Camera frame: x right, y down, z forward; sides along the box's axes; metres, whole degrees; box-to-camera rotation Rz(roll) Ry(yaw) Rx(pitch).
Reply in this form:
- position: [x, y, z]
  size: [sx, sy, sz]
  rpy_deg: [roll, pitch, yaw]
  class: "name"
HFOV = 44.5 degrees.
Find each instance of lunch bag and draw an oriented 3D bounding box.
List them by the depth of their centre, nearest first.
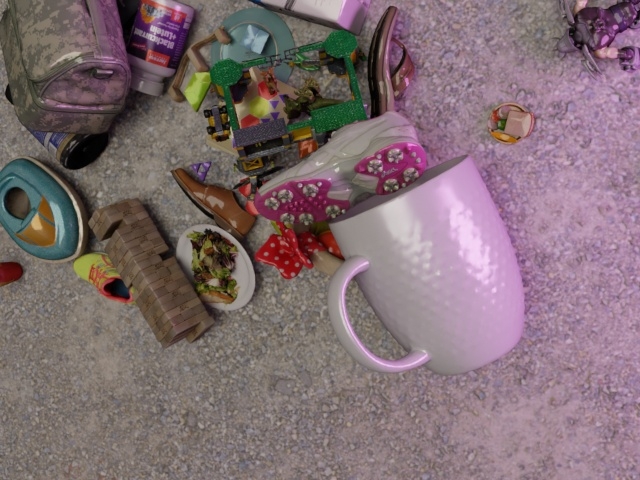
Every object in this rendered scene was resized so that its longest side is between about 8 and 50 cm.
- position: [-0.488, -0.396, 1.537]
  size: [0.256, 0.213, 0.305]
  rpy_deg: [-36, 64, 45]
  class: "lunch bag"

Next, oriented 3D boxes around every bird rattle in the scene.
- position: [0.000, 0.000, 1.470]
  size: [0.207, 0.253, 0.143]
  rpy_deg: [27, 106, -10]
  class: "bird rattle"

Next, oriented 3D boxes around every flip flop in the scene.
- position: [0.137, -0.293, 1.459]
  size: [0.080, 0.112, 0.277]
  rpy_deg: [-3, 93, -7]
  class: "flip flop"

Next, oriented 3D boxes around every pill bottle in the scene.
- position: [-0.337, -0.400, 1.600]
  size: [0.108, 0.108, 0.193]
  rpy_deg: [24, 104, 15]
  class: "pill bottle"
- position: [-0.573, -0.265, 1.690]
  size: [0.219, 0.123, 0.123]
  rpy_deg: [44, 108, 9]
  class: "pill bottle"

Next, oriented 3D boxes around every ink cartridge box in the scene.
- position: [-0.025, -0.459, 1.463]
  size: [0.203, 0.148, 0.086]
  rpy_deg: [21, 101, 16]
  class: "ink cartridge box"

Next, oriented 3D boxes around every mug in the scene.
- position: [0.172, 0.076, 1.353]
  size: [0.276, 0.374, 0.328]
  rpy_deg: [-19, 100, 58]
  class: "mug"

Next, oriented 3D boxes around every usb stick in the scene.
- position: [-0.340, -0.551, 1.617]
  size: [0.278, 0.045, 0.077]
  rpy_deg: [-41, 83, 19]
  class: "usb stick"

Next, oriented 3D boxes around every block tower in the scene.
- position: [-0.358, 0.067, 1.645]
  size: [0.335, 0.097, 0.091]
  rpy_deg: [55, 138, 8]
  class: "block tower"

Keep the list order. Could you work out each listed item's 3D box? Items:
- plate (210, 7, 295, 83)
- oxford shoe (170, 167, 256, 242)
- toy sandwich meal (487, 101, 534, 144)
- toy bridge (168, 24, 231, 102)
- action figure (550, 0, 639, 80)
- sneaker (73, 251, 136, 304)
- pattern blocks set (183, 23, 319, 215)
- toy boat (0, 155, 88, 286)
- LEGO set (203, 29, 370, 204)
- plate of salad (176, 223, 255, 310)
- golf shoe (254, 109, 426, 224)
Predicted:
- position: [-0.142, -0.376, 1.580]
  size: [0.188, 0.024, 0.188]
  rpy_deg: [2, 96, 18]
  class: "plate"
- position: [-0.222, -0.087, 1.628]
  size: [0.212, 0.076, 0.076]
  rpy_deg: [41, 82, 7]
  class: "oxford shoe"
- position: [0.346, -0.213, 1.426]
  size: [0.086, 0.029, 0.085]
  rpy_deg: [2, 97, 19]
  class: "toy sandwich meal"
- position: [-0.254, -0.371, 1.608]
  size: [0.188, 0.026, 0.063]
  rpy_deg: [-44, 60, 26]
  class: "toy bridge"
- position: [0.523, -0.384, 1.315]
  size: [0.285, 0.099, 0.185]
  rpy_deg: [-26, 95, 24]
  class: "action figure"
- position: [-0.462, 0.083, 1.707]
  size: [0.208, 0.094, 0.081]
  rpy_deg: [20, 104, 17]
  class: "sneaker"
- position: [-0.136, -0.245, 1.562]
  size: [0.285, 0.026, 0.325]
  rpy_deg: [35, 100, -2]
  class: "pattern blocks set"
- position: [-0.664, -0.012, 1.738]
  size: [0.267, 0.148, 0.318]
  rpy_deg: [42, 107, 10]
  class: "toy boat"
- position: [-0.045, -0.231, 1.482]
  size: [0.331, 0.192, 0.255]
  rpy_deg: [-21, 67, -4]
  class: "LEGO set"
- position: [-0.225, 0.061, 1.623]
  size: [0.200, 0.048, 0.200]
  rpy_deg: [14, 120, 26]
  class: "plate of salad"
- position: [0.029, -0.123, 1.334]
  size: [0.306, 0.115, 0.140]
  rpy_deg: [-18, 47, 15]
  class: "golf shoe"
